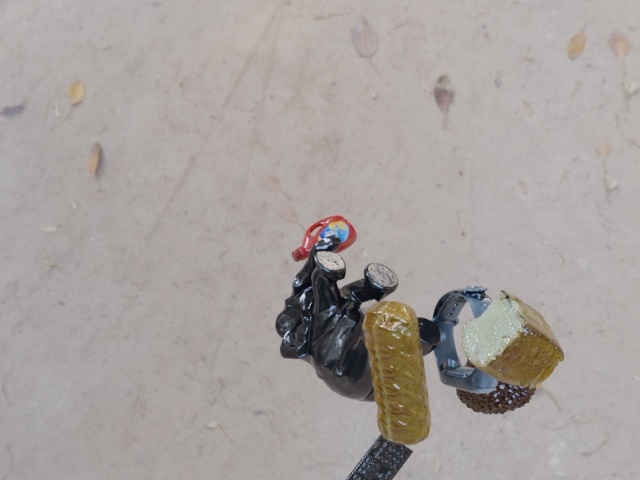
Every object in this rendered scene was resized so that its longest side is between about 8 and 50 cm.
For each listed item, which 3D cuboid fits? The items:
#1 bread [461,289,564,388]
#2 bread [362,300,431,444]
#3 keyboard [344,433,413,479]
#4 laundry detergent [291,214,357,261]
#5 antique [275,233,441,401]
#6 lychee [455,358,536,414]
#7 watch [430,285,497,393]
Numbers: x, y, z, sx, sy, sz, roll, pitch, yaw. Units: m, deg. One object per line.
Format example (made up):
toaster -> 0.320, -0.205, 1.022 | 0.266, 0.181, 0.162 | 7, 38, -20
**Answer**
bread -> 0.200, 0.107, 0.710 | 0.076, 0.070, 0.083 | -49, 20, 18
bread -> 0.071, 0.124, 0.622 | 0.052, 0.157, 0.044 | 4, 30, 26
keyboard -> 0.041, 0.339, 0.883 | 0.198, 0.064, 0.010 | -52, 24, -4
laundry detergent -> 0.000, 0.000, 1.593 | 0.165, 0.049, 0.097 | -26, 60, -28
antique -> 0.049, 0.175, 1.361 | 0.185, 0.255, 0.322 | -17, 59, -43
lychee -> 0.434, 0.338, 1.661 | 0.188, 0.188, 0.188 | -2, 61, 3
watch -> 0.269, 0.181, 1.274 | 0.068, 0.206, 0.193 | -1, 87, -16
